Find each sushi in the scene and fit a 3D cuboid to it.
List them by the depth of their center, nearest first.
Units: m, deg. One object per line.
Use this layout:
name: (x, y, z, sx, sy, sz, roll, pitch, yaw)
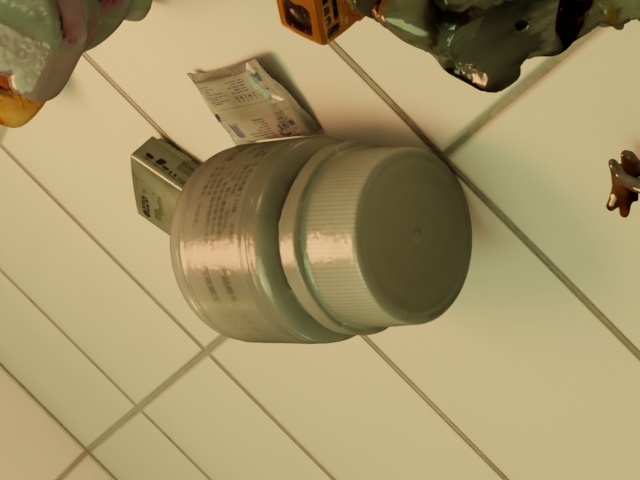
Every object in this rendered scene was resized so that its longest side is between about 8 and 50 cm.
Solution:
sushi: (0.182, -0.210, 1.267, 0.130, 0.332, 0.124, 53, 157, 30)

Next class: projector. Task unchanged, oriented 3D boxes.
projector: (-0.207, -0.068, 2.296, 0.115, 0.061, 0.147, 35, 153, 20)

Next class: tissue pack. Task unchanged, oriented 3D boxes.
tissue pack: (-0.088, -0.170, 2.013, 0.122, 0.026, 0.193, 53, 153, -19)

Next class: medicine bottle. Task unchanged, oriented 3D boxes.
medicine bottle: (0.000, 0.000, 1.887, 0.306, 0.245, 0.245, -2, 129, 45)

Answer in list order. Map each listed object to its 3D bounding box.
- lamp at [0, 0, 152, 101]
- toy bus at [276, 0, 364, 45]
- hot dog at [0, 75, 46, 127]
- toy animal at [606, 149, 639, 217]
lamp: (-0.326, -0.317, 1.876, 0.247, 0.301, 0.247, 24, 115, -3)
toy bus: (-0.007, -0.296, 1.637, 0.083, 0.088, 0.194, 30, 151, 29)
hot dog: (-0.509, -0.271, 2.343, 0.257, 0.150, 0.153, 25, 157, 35)
toy animal: (0.357, -0.037, 1.462, 0.302, 0.225, 0.284, 29, 133, 51)
